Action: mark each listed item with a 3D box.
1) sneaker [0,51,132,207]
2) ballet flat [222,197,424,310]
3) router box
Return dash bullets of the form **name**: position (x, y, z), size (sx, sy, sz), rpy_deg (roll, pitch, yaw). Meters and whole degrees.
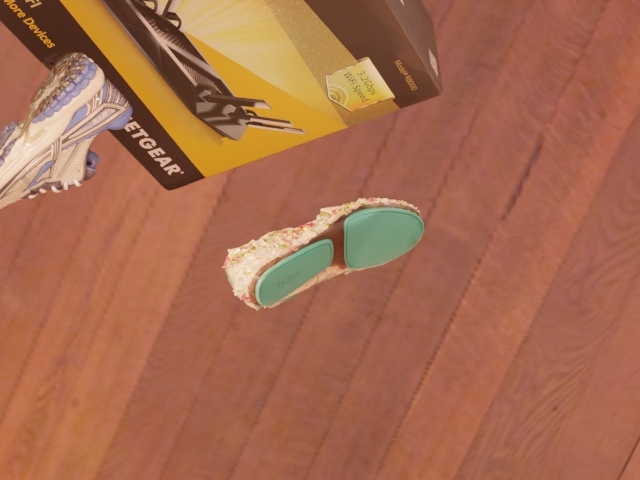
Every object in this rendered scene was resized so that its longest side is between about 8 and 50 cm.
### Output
- **sneaker**: position (-0.165, -0.047, 0.762), size (0.135, 0.058, 0.052), rpy_deg (-42, 32, 21)
- **ballet flat**: position (0.000, 0.000, 1.346), size (0.077, 0.241, 0.091), rpy_deg (34, 132, 43)
- **router box**: position (-0.082, -0.179, 0.890), size (0.242, 0.309, 0.081), rpy_deg (-18, 53, 19)
